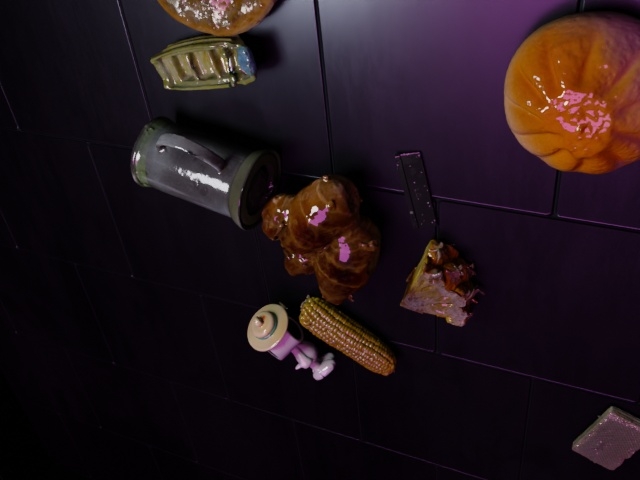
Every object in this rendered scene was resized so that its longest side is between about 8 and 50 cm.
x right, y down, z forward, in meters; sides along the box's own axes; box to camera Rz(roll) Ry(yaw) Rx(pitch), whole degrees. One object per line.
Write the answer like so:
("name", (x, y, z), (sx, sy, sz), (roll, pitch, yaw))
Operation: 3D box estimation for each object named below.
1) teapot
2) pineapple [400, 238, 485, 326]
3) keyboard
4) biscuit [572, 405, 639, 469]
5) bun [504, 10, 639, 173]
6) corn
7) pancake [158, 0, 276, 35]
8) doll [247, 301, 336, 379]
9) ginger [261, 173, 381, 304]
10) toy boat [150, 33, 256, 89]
("teapot", (-0.291, -0.178, 1.642), (0.336, 0.200, 0.270), (20, 170, 17))
("pineapple", (0.275, 0.113, 1.639), (0.186, 0.114, 0.236), (-5, 127, 33))
("keyboard", (0.214, -0.111, 1.554), (0.060, 0.018, 0.196), (-3, 125, 24))
("biscuit", (0.730, 0.497, 1.746), (0.121, 0.040, 0.199), (28, 136, 10))
("bun", (0.458, -0.233, 1.201), (0.298, 0.165, 0.299), (18, 134, 19))
("corn", (0.078, 0.260, 1.890), (0.312, 0.102, 0.102), (32, 136, 0))
("pancake", (-0.232, -0.584, 1.368), (0.386, 0.082, 0.387), (18, 132, 21))
("doll", (-0.073, 0.286, 1.950), (0.271, 0.208, 0.144), (44, 99, -2))
("ginger", (0.007, 0.008, 1.650), (0.274, 0.152, 0.358), (-15, 126, 24))
("toy boat", (-0.243, -0.394, 1.540), (0.276, 0.084, 0.111), (3, 130, 33))
